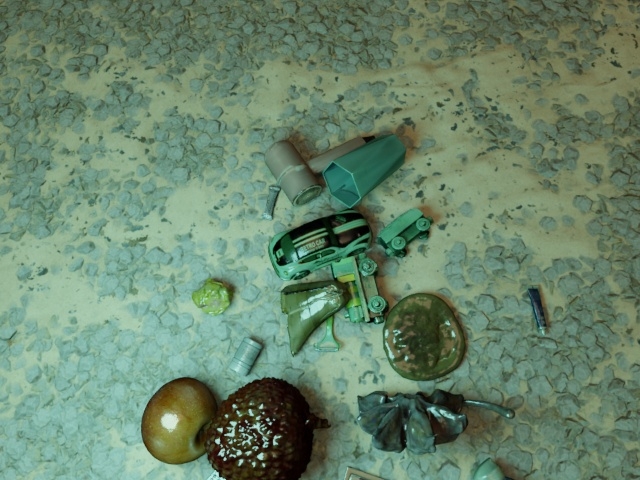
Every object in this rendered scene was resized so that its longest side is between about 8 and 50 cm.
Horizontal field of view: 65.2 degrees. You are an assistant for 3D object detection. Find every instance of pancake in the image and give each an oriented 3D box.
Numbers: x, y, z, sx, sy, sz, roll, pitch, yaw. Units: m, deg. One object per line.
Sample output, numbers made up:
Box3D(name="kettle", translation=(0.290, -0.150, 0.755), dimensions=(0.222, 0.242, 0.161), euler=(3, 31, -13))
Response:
Box3D(name="pancake", translation=(0.283, 0.262, 1.352), dimensions=(0.241, 0.050, 0.242), euler=(0, 76, -1))

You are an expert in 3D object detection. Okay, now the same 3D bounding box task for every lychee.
Box3D(name="lychee", translation=(-0.124, 0.456, 1.190), dimensions=(0.300, 0.264, 0.264), euler=(-11, 71, -4))

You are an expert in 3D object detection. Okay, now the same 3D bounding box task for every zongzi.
Box3D(name="zongzi", translation=(-0.012, 0.208, 1.345), dimensions=(0.194, 0.099, 0.197), euler=(-11, 77, 26))

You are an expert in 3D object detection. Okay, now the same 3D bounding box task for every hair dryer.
Box3D(name="hair dryer", translation=(0.016, -0.255, 1.527), dimensions=(0.344, 0.107, 0.189), euler=(-28, 71, -17))

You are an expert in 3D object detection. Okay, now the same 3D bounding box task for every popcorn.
Box3D(name="popcorn", translation=(-0.300, 0.158, 1.391), dimensions=(0.109, 0.089, 0.097), euler=(-17, 107, 5))

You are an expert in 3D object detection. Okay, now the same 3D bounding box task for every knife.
Box3D(name="knife", translation=(0.020, 0.225, 1.388), dimensions=(0.078, 0.022, 0.166), euler=(-3, 70, 16))

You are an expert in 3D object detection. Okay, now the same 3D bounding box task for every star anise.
Box3D(name="star anise", translation=(0.241, 0.444, 1.208), dimensions=(0.359, 0.315, 0.139), euler=(0, 102, 41))

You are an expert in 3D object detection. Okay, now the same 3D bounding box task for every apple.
Box3D(name="apple", translation=(-0.337, 0.446, 1.233), dimensions=(0.162, 0.201, 0.201), euler=(22, 73, 23))

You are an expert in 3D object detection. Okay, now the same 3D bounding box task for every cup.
Box3D(name="cup", translation=(0.138, -0.211, 1.458), dimensions=(0.235, 0.148, 0.134), euler=(-35, 90, -30))

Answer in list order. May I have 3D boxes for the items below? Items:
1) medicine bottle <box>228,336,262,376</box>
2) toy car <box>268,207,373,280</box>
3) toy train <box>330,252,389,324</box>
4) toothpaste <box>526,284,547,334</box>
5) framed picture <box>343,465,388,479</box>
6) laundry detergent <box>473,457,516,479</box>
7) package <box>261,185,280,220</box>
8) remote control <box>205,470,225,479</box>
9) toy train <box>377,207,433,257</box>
Box3D(name="medicine bottle", translation=(-0.201, 0.312, 1.346), dimensions=(0.058, 0.058, 0.091), euler=(26, 74, 10))
Box3D(name="toy car", translation=(0.000, 0.000, 1.413), dimensions=(0.305, 0.125, 0.136), euler=(-22, 72, -4))
Box3D(name="toy train", translation=(0.112, 0.139, 1.389), dimensions=(0.132, 0.083, 0.200), euler=(-15, 71, 8))
Box3D(name="toothpaste", translation=(0.602, 0.192, 1.383), dimensions=(0.037, 0.021, 0.140), euler=(-3, 69, -7))
Box3D(name="framed picture", translation=(0.169, 0.701, 1.224), dimensions=(0.281, 0.019, 0.209), euler=(15, 72, 7))
Box3D(name="laundry detergent", translation=(0.458, 0.673, 1.193), dimensions=(0.143, 0.094, 0.290), euler=(-29, 70, -1))
Box3D(name="package", translation=(-0.150, -0.113, 1.511), dimensions=(0.037, 0.015, 0.110), euler=(11, 71, 6))
Box3D(name="remote control", translation=(-0.275, 0.625, 1.263), dimensions=(0.124, 0.018, 0.053), euler=(-44, 75, -12))
Box3D(name="toy train", translation=(0.243, -0.024, 1.444), dimensions=(0.172, 0.070, 0.099), euler=(-37, 64, -11))
